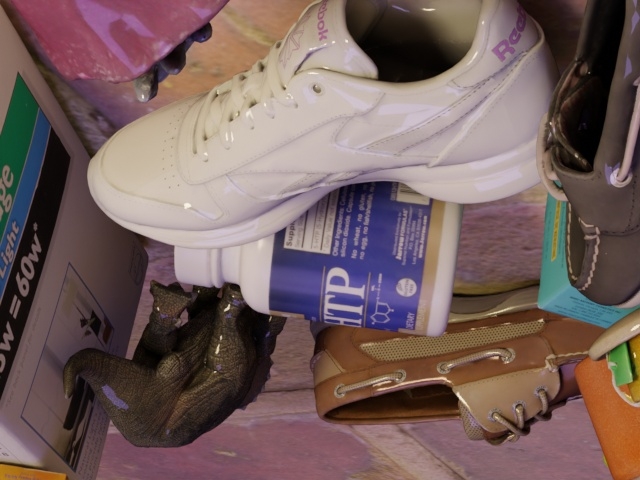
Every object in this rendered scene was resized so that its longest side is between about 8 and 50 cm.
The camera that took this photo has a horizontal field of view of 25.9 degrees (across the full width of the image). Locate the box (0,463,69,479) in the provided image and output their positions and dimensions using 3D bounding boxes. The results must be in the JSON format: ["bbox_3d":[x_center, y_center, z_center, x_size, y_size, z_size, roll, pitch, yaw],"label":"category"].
[{"bbox_3d":[-0.216,0.191,0.992,0.081,0.028,0.136,8,152,1],"label":"box"}]

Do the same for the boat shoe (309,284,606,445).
[{"bbox_3d":[0.144,0.109,1.109,0.324,0.116,0.123,-2,151,21],"label":"boat shoe"}]

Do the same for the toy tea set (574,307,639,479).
[{"bbox_3d":[0.270,0.083,0.863,0.200,0.124,0.336,-27,167,1],"label":"toy tea set"}]

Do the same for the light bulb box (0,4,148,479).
[{"bbox_3d":[-0.351,0.014,0.962,0.357,0.225,0.361,4,153,12],"label":"light bulb box"}]

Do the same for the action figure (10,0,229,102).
[{"bbox_3d":[-0.147,-0.231,0.499,0.370,0.276,0.248,36,100,-19],"label":"action figure"}]

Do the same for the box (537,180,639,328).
[{"bbox_3d":[0.210,-0.037,0.821,0.060,0.101,0.244,16,152,-12],"label":"box"}]

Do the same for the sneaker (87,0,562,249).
[{"bbox_3d":[-0.010,-0.085,0.812,0.305,0.114,0.152,-11,141,19],"label":"sneaker"}]

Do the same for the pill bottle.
[{"bbox_3d":[0.000,0.000,0.950,0.186,0.112,0.112,7,153,4],"label":"pill bottle"}]

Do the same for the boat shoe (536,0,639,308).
[{"bbox_3d":[0.149,-0.094,0.675,0.095,0.112,0.335,4,138,-6],"label":"boat shoe"}]

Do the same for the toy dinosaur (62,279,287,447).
[{"bbox_3d":[-0.092,0.093,1.041,0.121,0.313,0.160,20,111,8],"label":"toy dinosaur"}]
